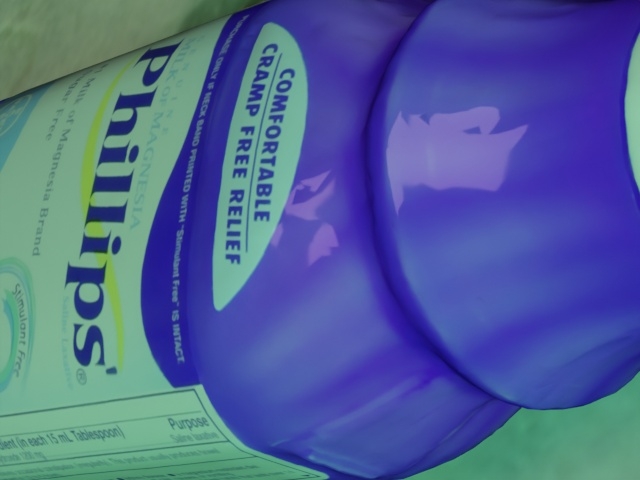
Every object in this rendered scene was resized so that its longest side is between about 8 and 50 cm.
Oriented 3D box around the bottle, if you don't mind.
[{"bbox_3d":[0.000,0.000,0.464,0.283,0.092,0.118,-12,62,48],"label":"bottle"}]
